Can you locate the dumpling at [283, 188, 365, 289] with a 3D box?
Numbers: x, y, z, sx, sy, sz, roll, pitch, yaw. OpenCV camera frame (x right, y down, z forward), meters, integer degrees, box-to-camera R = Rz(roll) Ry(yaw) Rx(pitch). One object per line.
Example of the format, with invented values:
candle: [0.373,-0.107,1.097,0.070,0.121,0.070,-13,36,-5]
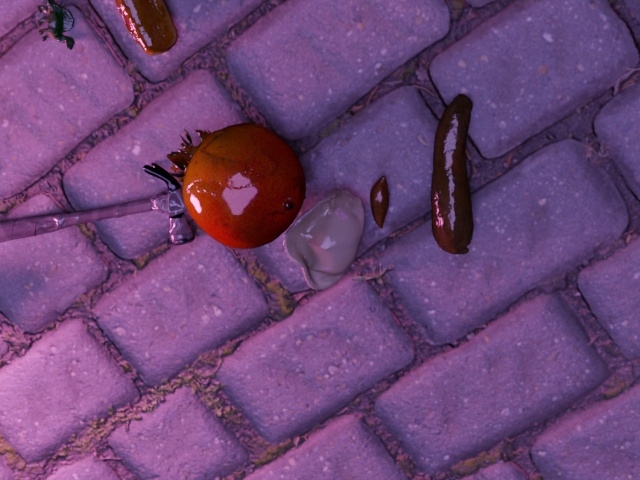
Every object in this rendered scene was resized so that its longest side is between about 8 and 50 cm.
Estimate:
dumpling: [0.000,0.002,1.847,0.134,0.100,0.169,6,131,-37]

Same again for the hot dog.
hot dog: [-0.317,-0.442,1.783,0.088,0.061,0.285,-25,104,-27]

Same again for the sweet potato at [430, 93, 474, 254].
sweet potato: [0.219,-0.107,1.813,0.075,0.075,0.273,0,103,9]

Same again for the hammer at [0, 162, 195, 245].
hammer: [-0.438,-0.031,1.954,0.427,0.044,0.152,-12,105,13]

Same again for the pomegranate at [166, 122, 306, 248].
pomegranate: [-0.140,-0.096,1.799,0.235,0.210,0.210,23,110,1]

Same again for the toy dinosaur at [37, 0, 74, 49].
toy dinosaur: [-0.453,-0.385,1.855,0.060,0.029,0.119,-5,102,-6]

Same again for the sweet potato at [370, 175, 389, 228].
sweet potato: [0.101,-0.066,1.861,0.034,0.034,0.095,5,108,8]
